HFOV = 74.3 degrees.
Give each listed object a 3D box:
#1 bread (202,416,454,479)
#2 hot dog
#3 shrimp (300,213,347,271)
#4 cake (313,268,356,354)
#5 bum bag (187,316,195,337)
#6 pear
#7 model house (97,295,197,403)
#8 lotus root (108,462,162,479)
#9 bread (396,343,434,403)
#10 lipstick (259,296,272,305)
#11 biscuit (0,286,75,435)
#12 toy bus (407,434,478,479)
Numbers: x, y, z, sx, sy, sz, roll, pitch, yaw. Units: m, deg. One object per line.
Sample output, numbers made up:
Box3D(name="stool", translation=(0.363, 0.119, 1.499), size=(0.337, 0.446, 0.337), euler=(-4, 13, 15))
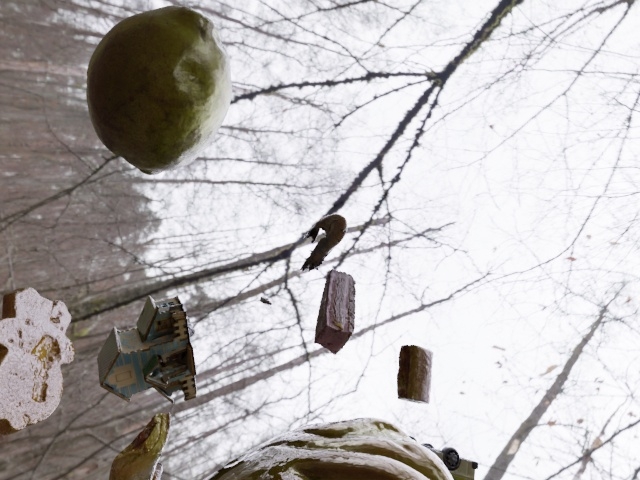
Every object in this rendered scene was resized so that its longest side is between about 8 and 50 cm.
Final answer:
Box3D(name="bread", translation=(-0.040, 0.252, 0.329), size=(0.333, 0.333, 0.159), euler=(-43, -111, 41))
Box3D(name="hot dog", translation=(-0.277, 0.339, 0.627), size=(0.078, 0.061, 0.168), euler=(-18, -127, 60))
Box3D(name="shrimp", translation=(-0.006, -0.003, 1.752), size=(0.289, 0.075, 0.178), euler=(-53, -139, 23))
Box3D(name="cake", translation=(0.062, 0.224, 1.431), size=(0.113, 0.116, 0.295), euler=(-47, -155, 49))
Box3D(name="bum bag", translation=(-0.436, 0.284, 1.208), size=(0.087, 0.197, 0.049), euler=(39, -58, 1))
Box3D(name="pear", translation=(-0.392, -0.363, 1.039), size=(0.352, 0.352, 0.413), euler=(33, -80, 38))
Box3D(name="model house", translation=(-0.421, 0.284, 1.014), size=(0.178, 0.207, 0.270), euler=(34, -51, 56))
Box3D(name="lotus root", translation=(-0.402, 0.575, 0.818), size=(0.152, 0.342, 0.169), euler=(-31, -74, 9))
Box3D(name="bread", translation=(0.301, 0.427, 1.351), size=(0.103, 0.132, 0.172), euler=(-13, -121, 41))
Box3D(name="lipstick", translation=(-0.246, 0.281, 1.941), size=(0.107, 0.025, 0.025), euler=(10, -88, 59))
Box3D(name="biscuit", translation=(-0.510, 0.207, 0.738), size=(0.035, 0.184, 0.248), euler=(-16, -119, 7))
Box3D(name="toy bus", translation=(0.282, 0.665, 1.202), size=(0.143, 0.306, 0.178), euler=(-40, -148, 60))
